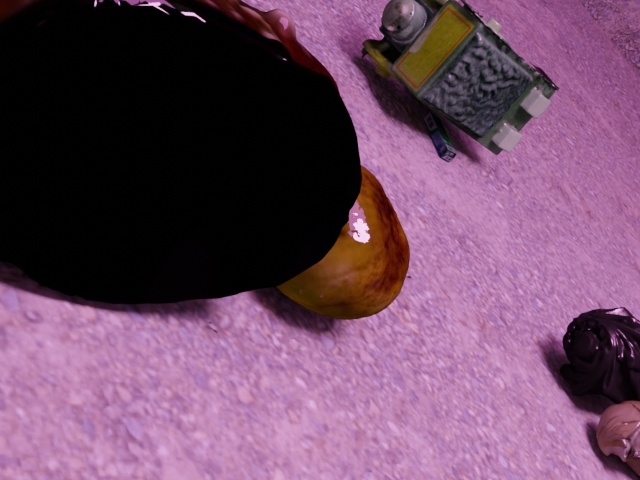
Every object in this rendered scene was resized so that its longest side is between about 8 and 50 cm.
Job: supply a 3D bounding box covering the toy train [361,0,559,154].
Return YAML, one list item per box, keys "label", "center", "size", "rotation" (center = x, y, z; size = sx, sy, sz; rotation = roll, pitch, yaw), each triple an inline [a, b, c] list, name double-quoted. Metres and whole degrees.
- label: "toy train"
  center: [0.189, -0.240, 1.417]
  size: [0.271, 0.159, 0.188]
  rotation: [25, 22, -49]

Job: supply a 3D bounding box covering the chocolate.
- label: "chocolate"
  center: [-0.142, -0.105, 0.712]
  size: [0.340, 0.225, 0.210]
  rotation: [19, 28, -42]

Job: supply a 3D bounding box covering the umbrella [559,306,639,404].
- label: "umbrella"
  center: [0.408, 0.176, 1.223]
  size: [0.340, 0.118, 0.118]
  rotation: [29, 30, -33]

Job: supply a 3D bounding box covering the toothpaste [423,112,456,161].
- label: "toothpaste"
  center: [0.164, -0.142, 1.418]
  size: [0.020, 0.017, 0.083]
  rotation: [23, 33, -35]

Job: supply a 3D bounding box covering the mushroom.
- label: "mushroom"
  center: [0.396, 0.241, 1.128]
  size: [0.223, 0.092, 0.081]
  rotation: [25, 54, -15]

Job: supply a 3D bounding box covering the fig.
- label: "fig"
  center: [0.010, -0.004, 0.883]
  size: [0.153, 0.121, 0.136]
  rotation: [48, 22, 7]
